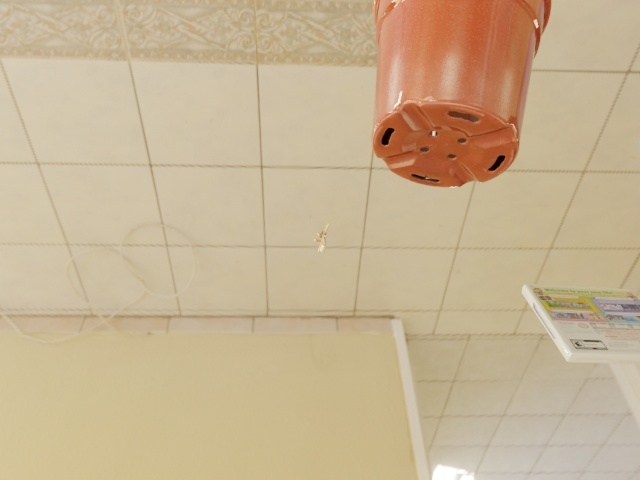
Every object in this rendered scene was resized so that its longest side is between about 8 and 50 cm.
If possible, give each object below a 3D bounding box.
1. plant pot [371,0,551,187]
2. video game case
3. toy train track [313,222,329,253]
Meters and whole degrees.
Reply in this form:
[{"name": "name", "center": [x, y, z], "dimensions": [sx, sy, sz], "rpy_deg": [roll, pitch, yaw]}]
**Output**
[{"name": "plant pot", "center": [0.192, -0.239, 0.839], "dimensions": [0.273, 0.265, 0.272], "rpy_deg": [10, 155, 5]}, {"name": "video game case", "center": [0.483, 0.142, 0.977], "dimensions": [0.213, 0.193, 0.023], "rpy_deg": [3, 120, -7]}, {"name": "toy train track", "center": [0.000, 0.000, 0.829], "dimensions": [0.014, 0.083, 0.048], "rpy_deg": [17, 104, -7]}]
